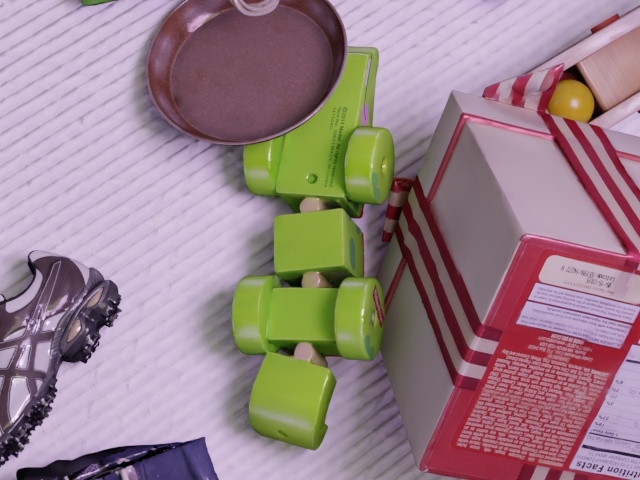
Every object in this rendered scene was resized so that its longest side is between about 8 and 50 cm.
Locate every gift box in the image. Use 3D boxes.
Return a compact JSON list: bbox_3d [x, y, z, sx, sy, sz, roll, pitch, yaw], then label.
[{"bbox_3d":[0.201,0.026,1.338,0.255,0.258,0.276,16,116,-20],"label":"gift box"}]

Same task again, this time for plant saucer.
[{"bbox_3d":[-0.059,-0.144,1.385,0.168,0.029,0.168,-4,61,8],"label":"plant saucer"}]

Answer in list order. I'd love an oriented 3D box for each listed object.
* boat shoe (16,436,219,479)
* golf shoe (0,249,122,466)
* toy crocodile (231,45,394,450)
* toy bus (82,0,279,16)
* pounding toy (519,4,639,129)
[{"bbox_3d":[-0.106,0.311,1.285,0.158,0.127,0.340,-19,88,-13],"label":"boat shoe"},{"bbox_3d":[-0.240,0.096,1.309,0.094,0.077,0.198,33,66,0],"label":"golf shoe"},{"bbox_3d":[0.000,0.000,1.385,0.115,0.105,0.340,0,74,17],"label":"toy crocodile"},{"bbox_3d":[-0.136,-0.274,1.315,0.202,0.104,0.191,5,101,11],"label":"toy bus"},{"bbox_3d":[0.300,-0.133,1.475,0.269,0.154,0.155,-31,93,-20],"label":"pounding toy"}]
